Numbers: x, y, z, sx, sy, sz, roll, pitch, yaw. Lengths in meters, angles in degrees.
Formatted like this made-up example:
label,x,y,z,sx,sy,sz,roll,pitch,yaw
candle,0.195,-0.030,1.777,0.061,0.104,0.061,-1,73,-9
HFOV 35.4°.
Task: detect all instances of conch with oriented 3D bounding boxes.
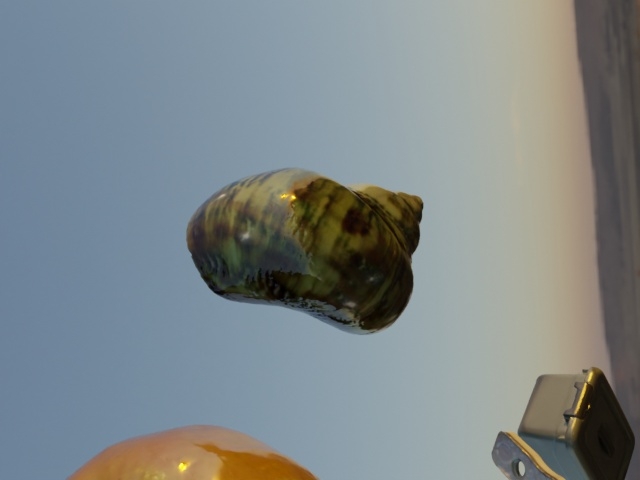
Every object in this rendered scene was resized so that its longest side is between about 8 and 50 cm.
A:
label,x,y,z,sx,sy,sz,roll,pitch,yaw
conch,0.002,-0.002,0.861,0.187,0.124,0.181,48,-148,20

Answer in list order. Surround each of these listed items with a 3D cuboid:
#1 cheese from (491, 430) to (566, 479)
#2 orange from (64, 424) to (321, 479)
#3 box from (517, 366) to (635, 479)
label,x,y,z,sx,sy,sz,roll,pitch,yaw
cheese,0.214,0.231,0.763,0.054,0.251,0.127,-4,-59,-33
orange,-0.096,0.277,0.737,0.235,0.279,0.279,59,-149,-44
box,0.323,0.249,1.277,0.172,0.093,0.124,57,-131,-33
